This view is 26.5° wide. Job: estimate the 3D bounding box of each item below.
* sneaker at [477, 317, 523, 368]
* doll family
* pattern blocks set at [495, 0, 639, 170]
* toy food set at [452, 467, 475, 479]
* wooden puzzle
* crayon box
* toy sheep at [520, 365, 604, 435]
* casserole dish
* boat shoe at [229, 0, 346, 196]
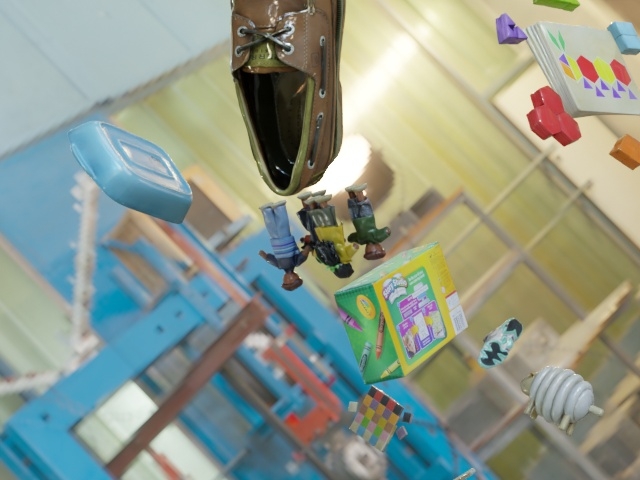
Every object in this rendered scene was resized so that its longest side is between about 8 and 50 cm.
[{"bbox_3d":[0.253,0.160,1.998,0.098,0.038,0.069,-42,-1,-31],"label":"sneaker"},{"bbox_3d":[0.000,0.000,1.640,0.076,0.111,0.193,-25,13,-35],"label":"doll family"},{"bbox_3d":[0.344,-0.219,1.770,0.324,0.285,0.026,7,-32,-41],"label":"pattern blocks set"},{"bbox_3d":[0.184,0.438,2.048,0.128,0.071,0.218,-42,-2,35],"label":"toy food set"},{"bbox_3d":[0.057,0.175,1.334,0.006,0.083,0.049,21,-82,-44],"label":"wooden puzzle"},{"bbox_3d":[0.142,0.120,2.323,0.081,0.165,0.278,-16,6,32],"label":"crayon box"},{"bbox_3d":[0.346,0.227,1.955,0.091,0.132,0.091,-37,-41,-42],"label":"toy sheep"},{"bbox_3d":[-0.203,-0.079,1.505,0.037,0.114,0.188,-41,-25,13],"label":"casserole dish"},{"bbox_3d":[-0.035,-0.193,1.350,0.110,0.307,0.104,-2,25,22],"label":"boat shoe"}]
